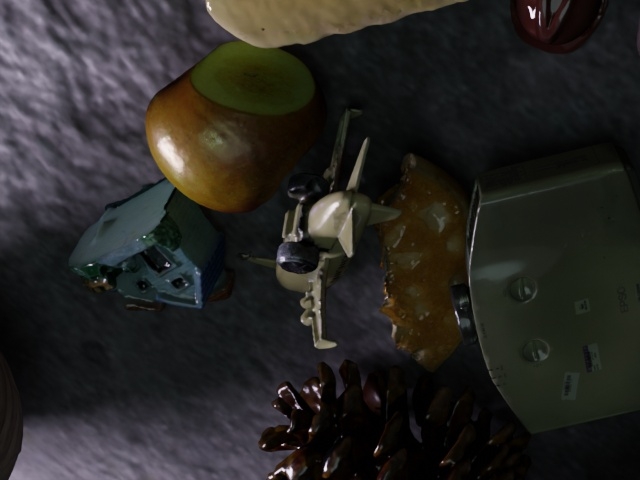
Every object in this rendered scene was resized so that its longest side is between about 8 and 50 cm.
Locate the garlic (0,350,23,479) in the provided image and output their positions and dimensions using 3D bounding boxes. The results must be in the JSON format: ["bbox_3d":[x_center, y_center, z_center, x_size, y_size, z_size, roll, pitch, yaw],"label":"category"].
[{"bbox_3d":[-0.462,0.161,1.736,0.317,0.259,0.317,11,150,6],"label":"garlic"}]

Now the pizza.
[{"bbox_3d":[0.105,0.019,1.617,0.127,0.058,0.246,-23,122,-4],"label":"pizza"}]

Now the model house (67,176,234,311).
[{"bbox_3d":[-0.157,0.030,1.673,0.148,0.119,0.148,-30,115,27],"label":"model house"}]

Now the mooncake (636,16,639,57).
[{"bbox_3d":[0.384,-0.180,1.357,0.245,0.133,0.245,27,153,15],"label":"mooncake"}]

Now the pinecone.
[{"bbox_3d":[0.079,0.245,1.672,0.309,0.244,0.244,32,123,13],"label":"pinecone"}]

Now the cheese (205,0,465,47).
[{"bbox_3d":[0.036,-0.352,1.372,0.384,0.104,0.384,6,132,6],"label":"cheese"}]

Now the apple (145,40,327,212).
[{"bbox_3d":[-0.084,-0.110,1.551,0.147,0.146,0.163,40,123,-4],"label":"apple"}]

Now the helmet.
[{"bbox_3d":[0.212,-0.209,1.468,0.089,0.057,0.111,13,121,5],"label":"helmet"}]

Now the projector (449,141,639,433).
[{"bbox_3d":[0.224,0.049,1.570,0.194,0.088,0.269,-13,116,3],"label":"projector"}]

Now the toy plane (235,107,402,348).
[{"bbox_3d":[0.000,0.000,1.580,0.104,0.242,0.256,14,157,-20],"label":"toy plane"}]
